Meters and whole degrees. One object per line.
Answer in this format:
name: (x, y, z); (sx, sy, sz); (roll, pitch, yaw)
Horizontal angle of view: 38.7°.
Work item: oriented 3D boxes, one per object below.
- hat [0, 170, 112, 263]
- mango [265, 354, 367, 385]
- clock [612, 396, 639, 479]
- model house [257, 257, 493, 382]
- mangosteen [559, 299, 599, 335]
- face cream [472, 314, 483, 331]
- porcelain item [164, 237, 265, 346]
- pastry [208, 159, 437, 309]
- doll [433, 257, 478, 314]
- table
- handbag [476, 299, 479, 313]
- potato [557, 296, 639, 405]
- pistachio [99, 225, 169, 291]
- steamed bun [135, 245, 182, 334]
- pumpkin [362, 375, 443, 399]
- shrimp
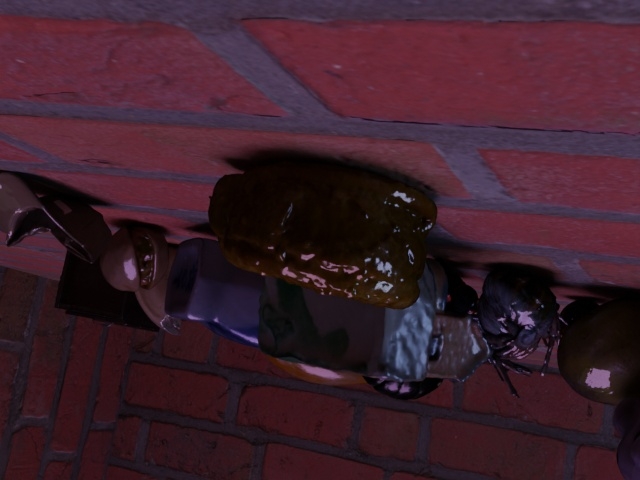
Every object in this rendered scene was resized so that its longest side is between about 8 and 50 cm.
hat: (-0.410, -0.056, 1.365); (0.166, 0.144, 0.173); (9, 128, 19)
mango: (0.041, 0.235, 2.112); (0.384, 0.221, 0.199); (20, 133, -4)
clock: (0.511, 0.259, 1.255); (0.189, 0.254, 0.189); (45, -171, -9)
model house: (0.118, 0.094, 1.261); (0.325, 0.194, 0.267); (14, 172, -39)
mangosteen: (0.434, 0.137, 1.505); (0.081, 0.081, 0.081); (10, 171, 2)
face cream: (0.358, 0.214, 2.091); (0.135, 0.086, 0.385); (9, 166, 10)
porcelain item: (-0.044, 0.105, 1.538); (0.405, 0.178, 0.242); (17, 170, -24)
pastry: (0.000, 0.000, 0.963); (0.235, 0.132, 0.240); (7, 170, 13)
doll: (0.185, 0.084, 1.445); (0.088, 0.127, 0.248); (-22, 176, -4)
table: (-0.457, 0.106, 2.024); (0.169, 0.172, 0.193); (8, 171, 15)
handbag: (0.323, 0.132, 1.770); (0.083, 0.027, 0.061); (5, 170, 33)
potato: (0.476, 0.176, 1.397); (0.251, 0.159, 0.174); (24, 144, -33)
pistachio: (-0.328, 0.027, 1.608); (0.124, 0.124, 0.185); (13, 155, -17)
steamed bun: (-0.268, 0.108, 1.845); (0.200, 0.170, 0.225); (5, 172, 3)
pumpkin: (0.182, 0.236, 1.975); (0.220, 0.220, 0.162); (13, 156, -17)
shrimp: (0.301, 0.152, 1.431); (0.137, 0.172, 0.372); (27, 164, 27)
